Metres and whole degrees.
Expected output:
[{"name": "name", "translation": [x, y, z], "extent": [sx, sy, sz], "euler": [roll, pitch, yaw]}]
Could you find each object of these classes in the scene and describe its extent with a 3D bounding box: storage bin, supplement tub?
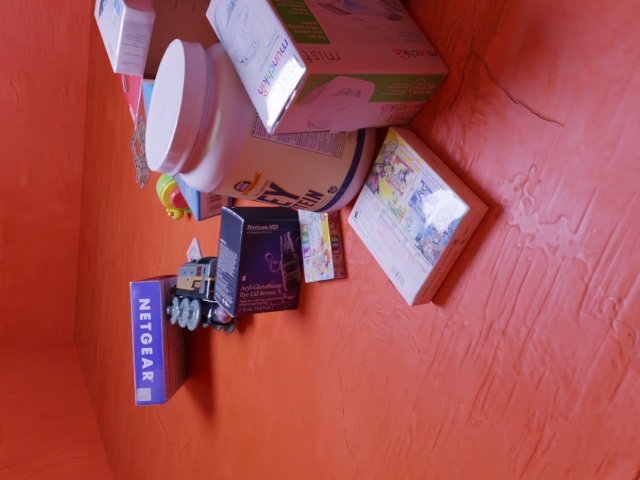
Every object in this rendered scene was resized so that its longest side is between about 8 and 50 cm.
[{"name": "storage bin", "translation": [-0.281, -0.463, 1.275], "extent": [0.123, 0.262, 0.260], "euler": [55, 135, 41]}, {"name": "supplement tub", "translation": [-0.097, -0.181, 0.923], "extent": [0.235, 0.324, 0.236], "euler": [-23, 63, 56]}]

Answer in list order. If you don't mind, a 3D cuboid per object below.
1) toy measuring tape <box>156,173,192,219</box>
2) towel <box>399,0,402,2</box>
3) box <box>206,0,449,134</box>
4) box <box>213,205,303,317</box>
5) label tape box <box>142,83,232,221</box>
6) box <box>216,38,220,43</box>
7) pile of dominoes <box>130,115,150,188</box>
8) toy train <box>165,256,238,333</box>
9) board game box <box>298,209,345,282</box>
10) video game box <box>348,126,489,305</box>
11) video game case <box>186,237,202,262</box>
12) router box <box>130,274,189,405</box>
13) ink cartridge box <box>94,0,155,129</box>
[{"name": "toy measuring tape", "translation": [-0.402, -0.199, 1.623], "extent": [0.121, 0.121, 0.330], "euler": [53, 134, 41]}, {"name": "towel", "translation": [0.164, -0.487, 0.790], "extent": [0.329, 0.037, 0.237], "euler": [-2, 93, 59]}, {"name": "box", "translation": [0.009, -0.279, 0.808], "extent": [0.127, 0.261, 0.231], "euler": [-51, 59, 46]}, {"name": "box", "translation": [-0.125, 0.038, 1.168], "extent": [0.108, 0.153, 0.207], "euler": [30, 118, 53]}, {"name": "label tape box", "translation": [-0.335, -0.253, 1.428], "extent": [0.334, 0.105, 0.241], "euler": [56, 152, 26]}, {"name": "box", "translation": [-0.111, -0.335, 1.113], "extent": [0.093, 0.158, 0.156], "euler": [-47, 54, 49]}, {"name": "pile of dominoes", "translation": [-0.688, -0.337, 2.129], "extent": [0.196, 0.040, 0.251], "euler": [-54, 49, 45]}, {"name": "toy train", "translation": [-0.304, 0.138, 1.487], "extent": [0.334, 0.142, 0.190], "euler": [-5, 76, 59]}, {"name": "board game box", "translation": [0.000, 0.000, 1.086], "extent": [0.103, 0.026, 0.154], "euler": [-16, 79, 57]}, {"name": "video game box", "translation": [0.135, -0.039, 0.853], "extent": [0.205, 0.048, 0.187], "euler": [57, 138, 38]}, {"name": "video game case", "translation": [-0.371, 0.066, 1.687], "extent": [0.087, 0.011, 0.122], "euler": [-53, 50, 45]}, {"name": "router box", "translation": [-0.461, 0.273, 1.646], "extent": [0.301, 0.082, 0.336], "euler": [122, 145, -89]}, {"name": "ink cartridge box", "translation": [-0.434, -0.428, 1.217], "extent": [0.296, 0.066, 0.261], "euler": [59, 137, 41]}]
